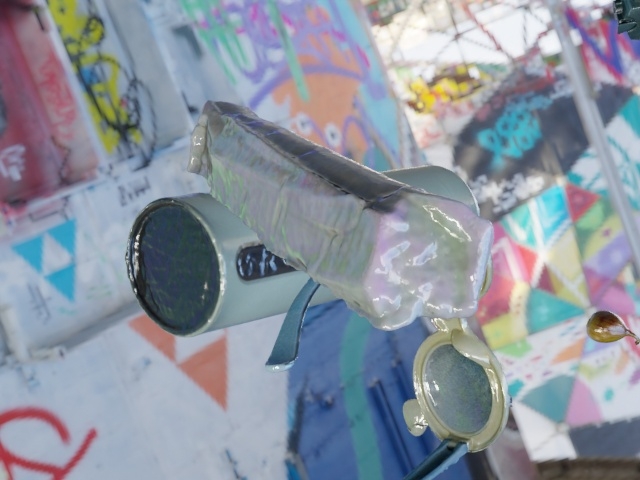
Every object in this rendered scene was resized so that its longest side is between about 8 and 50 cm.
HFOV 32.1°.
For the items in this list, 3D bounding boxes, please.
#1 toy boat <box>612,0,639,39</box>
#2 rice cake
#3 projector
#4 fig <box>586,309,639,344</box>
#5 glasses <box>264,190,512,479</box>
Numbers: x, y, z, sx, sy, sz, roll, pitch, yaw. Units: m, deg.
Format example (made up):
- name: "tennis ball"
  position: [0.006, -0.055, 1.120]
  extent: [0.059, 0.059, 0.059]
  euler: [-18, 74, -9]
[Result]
- name: "toy boat"
  position: [0.323, -0.274, 1.150]
  extent: [0.060, 0.141, 0.055]
  euler: [-9, 146, 8]
- name: "rice cake"
  position: [-0.006, -0.021, 0.511]
  extent: [0.049, 0.055, 0.270]
  euler: [-4, -164, -22]
- name: "projector"
  position: [0.000, 0.000, 0.936]
  extent: [0.108, 0.108, 0.337]
  euler: [-14, 178, 42]
- name: "fig"
  position: [0.432, 0.133, 1.636]
  extent: [0.083, 0.050, 0.050]
  euler: [21, -168, 2]
- name: "glasses"
  position: [0.054, 0.085, 0.671]
  extent: [0.088, 0.189, 0.220]
  euler: [-2, -160, 21]
